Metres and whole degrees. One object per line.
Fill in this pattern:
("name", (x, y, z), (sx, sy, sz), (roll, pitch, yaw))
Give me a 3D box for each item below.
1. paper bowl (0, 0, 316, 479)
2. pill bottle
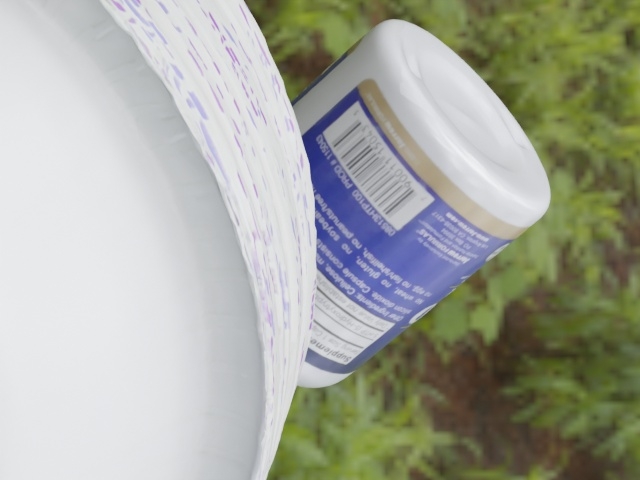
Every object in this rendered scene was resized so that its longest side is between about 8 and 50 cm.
("paper bowl", (-0.149, 0.020, 0.497), (0.148, 0.284, 0.284), (-70, 146, -66))
("pill bottle", (0.000, 0.000, 0.891), (0.112, 0.187, 0.112), (41, 23, -21))
